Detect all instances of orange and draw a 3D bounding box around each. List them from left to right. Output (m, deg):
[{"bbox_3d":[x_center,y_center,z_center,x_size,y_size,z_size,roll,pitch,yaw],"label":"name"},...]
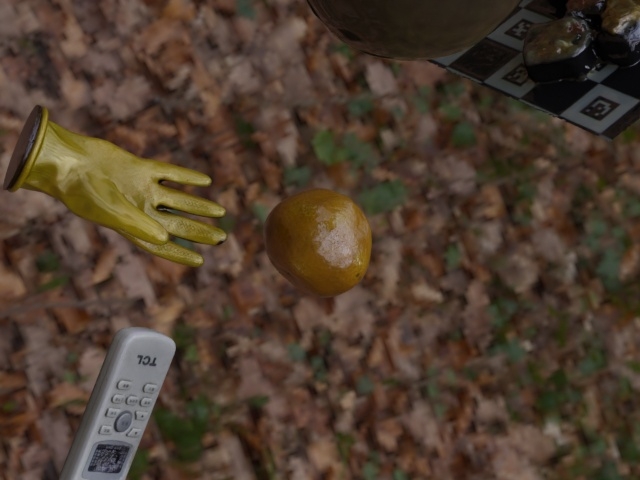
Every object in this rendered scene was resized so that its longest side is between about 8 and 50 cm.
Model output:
[{"bbox_3d":[0.000,0.000,2.114,0.136,0.159,0.159,-48,121,-15],"label":"orange"}]

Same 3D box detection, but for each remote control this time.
[{"bbox_3d":[-0.221,0.186,1.707,0.087,0.029,0.190,17,96,-53],"label":"remote control"}]

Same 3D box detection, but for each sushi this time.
[{"bbox_3d":[0.314,-0.288,1.769,0.343,0.359,0.064,-38,130,-18],"label":"sushi"}]

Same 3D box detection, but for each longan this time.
[{"bbox_3d":[0.072,-0.226,1.178,0.198,0.198,0.212,61,24,-13],"label":"longan"}]

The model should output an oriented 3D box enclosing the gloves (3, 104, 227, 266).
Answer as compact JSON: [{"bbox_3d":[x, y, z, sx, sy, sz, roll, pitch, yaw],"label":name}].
[{"bbox_3d":[-0.252,-0.066,2.009,0.294,0.116,0.133,23,73,-19],"label":"gloves"}]
